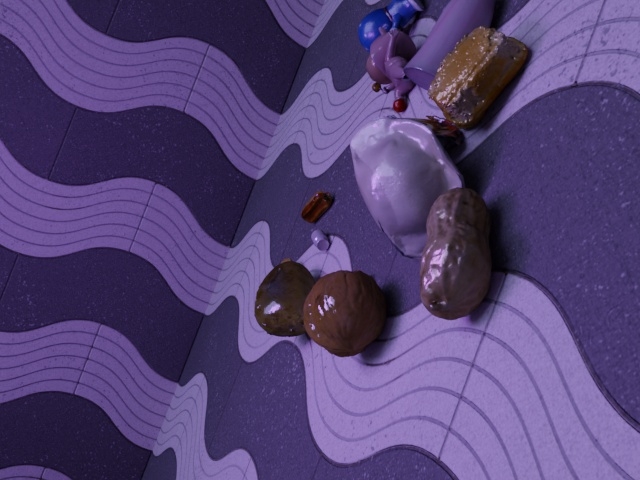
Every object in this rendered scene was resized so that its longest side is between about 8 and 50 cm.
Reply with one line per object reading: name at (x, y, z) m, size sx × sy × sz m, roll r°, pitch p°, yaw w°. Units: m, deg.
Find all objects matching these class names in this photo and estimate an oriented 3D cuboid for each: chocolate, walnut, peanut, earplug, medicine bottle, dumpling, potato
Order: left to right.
potato at (-0.108, 0.192, 2.166) m, size 0.210 × 0.173 × 0.307 m, roll -19°, pitch 33°, yaw 18°
medicine bottle at (0.000, 0.000, 2.281) m, size 0.052 × 0.052 × 0.089 m, roll -63°, pitch 20°, yaw 15°
walnut at (0.064, 0.190, 1.700) m, size 0.228 × 0.228 × 0.228 m, roll -53°, pitch 25°, yaw 37°
dumpling at (0.214, -0.149, 1.578) m, size 0.260 × 0.181 × 0.341 m, roll -34°, pitch 53°, yaw 41°
chocolate at (0.261, -0.237, 1.714) m, size 0.221 × 0.221 × 0.147 m, roll -119°, pitch 24°, yaw -66°
earplug at (0.366, -0.548, 1.747) m, size 0.301 × 0.172 × 0.172 m, roll -62°, pitch 19°, yaw 1°
peanut at (0.290, 0.018, 1.364) m, size 0.159 × 0.143 × 0.291 m, roll -38°, pitch 33°, yaw 56°

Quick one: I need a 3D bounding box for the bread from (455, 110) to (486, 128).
bread at (0.379, -0.325, 1.650) m, size 0.110 × 0.024 × 0.110 m, roll -47°, pitch 26°, yaw 32°

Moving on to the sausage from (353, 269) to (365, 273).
sausage at (0.072, 0.165, 1.888) m, size 0.197 × 0.076 × 0.076 m, roll -56°, pitch 23°, yaw 36°

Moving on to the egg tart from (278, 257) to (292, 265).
egg tart at (-0.134, 0.158, 2.439) m, size 0.191 × 0.074 × 0.191 m, roll -54°, pitch 24°, yaw 38°

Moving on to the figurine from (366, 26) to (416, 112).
figurine at (0.226, -0.556, 2.106) m, size 0.186 × 0.176 × 0.287 m, roll -29°, pitch 52°, yaw 23°

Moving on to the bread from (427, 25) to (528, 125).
bread at (0.373, -0.399, 1.576) m, size 0.245 × 0.121 × 0.174 m, roll -50°, pitch 39°, yaw 10°

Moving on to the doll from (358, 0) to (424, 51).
doll at (0.253, -0.763, 2.300) m, size 0.257 × 0.161 × 0.215 m, roll -35°, pitch 21°, yaw 31°

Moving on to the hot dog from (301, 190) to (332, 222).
hot dog at (-0.014, -0.127, 2.430) m, size 0.188 × 0.072 × 0.055 m, roll -44°, pitch 9°, yaw 49°
